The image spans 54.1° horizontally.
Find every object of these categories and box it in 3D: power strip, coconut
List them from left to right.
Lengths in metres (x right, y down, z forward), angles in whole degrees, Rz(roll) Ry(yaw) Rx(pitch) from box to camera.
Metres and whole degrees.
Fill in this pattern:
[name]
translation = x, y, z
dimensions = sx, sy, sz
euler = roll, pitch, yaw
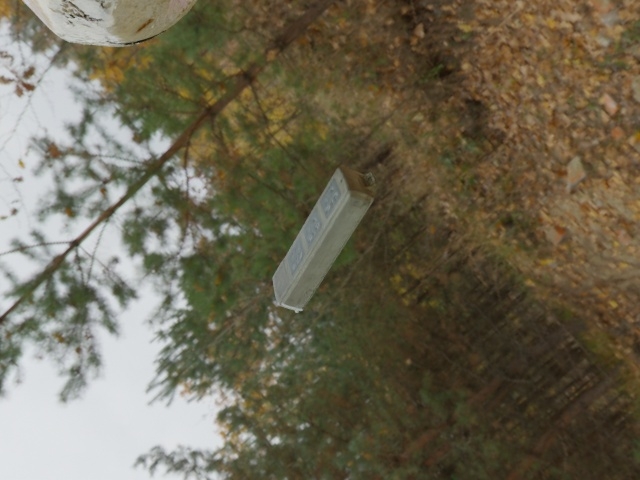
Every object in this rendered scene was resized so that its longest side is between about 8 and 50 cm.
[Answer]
[coconut]
translation = -0.218, -0.312, 0.588
dimensions = 0.234, 0.224, 0.224
euler = 42, -176, 8
[power strip]
translation = 0.000, 0.000, 0.985
dimensions = 0.052, 0.272, 0.078
euler = 16, -148, -25
